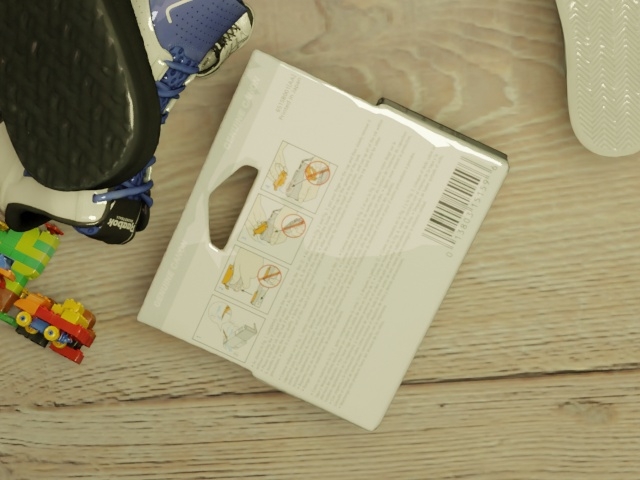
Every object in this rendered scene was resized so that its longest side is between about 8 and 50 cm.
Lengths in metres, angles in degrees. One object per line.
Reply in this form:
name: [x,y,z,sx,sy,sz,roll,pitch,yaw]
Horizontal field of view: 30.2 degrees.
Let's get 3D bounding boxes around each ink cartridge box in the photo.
ink cartridge box: [0.000,0.000,1.050,0.239,0.060,0.275,25,105,0]

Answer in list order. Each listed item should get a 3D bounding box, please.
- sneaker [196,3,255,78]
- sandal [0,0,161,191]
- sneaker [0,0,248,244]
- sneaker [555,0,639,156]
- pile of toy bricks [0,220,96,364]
sneaker: [-0.090,-0.184,1.107,0.032,0.037,0.083,36,100,-4]
sandal: [-0.226,-0.260,0.983,0.167,0.107,0.446,-10,93,24]
sneaker: [-0.180,-0.101,1.062,0.315,0.127,0.182,-32,78,16]
sneaker: [0.249,-0.238,1.010,0.108,0.169,0.292,3,118,15]
pile of toy bricks: [-0.292,0.025,1.144,0.212,0.118,0.105,26,75,13]
